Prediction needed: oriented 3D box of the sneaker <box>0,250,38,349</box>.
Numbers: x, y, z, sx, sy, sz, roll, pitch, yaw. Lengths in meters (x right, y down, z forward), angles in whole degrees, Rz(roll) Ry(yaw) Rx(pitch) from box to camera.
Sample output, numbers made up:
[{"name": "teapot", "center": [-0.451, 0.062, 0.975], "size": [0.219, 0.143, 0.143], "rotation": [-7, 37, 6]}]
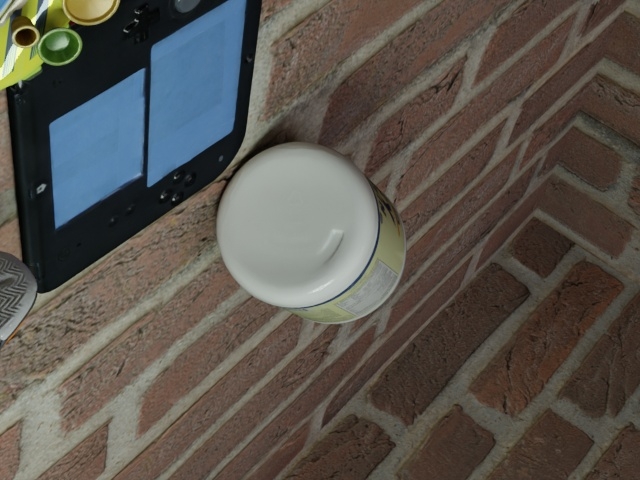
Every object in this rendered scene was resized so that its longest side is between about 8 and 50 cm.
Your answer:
[{"name": "sneaker", "center": [-0.420, 0.144, 1.244], "size": [0.321, 0.124, 0.180], "rotation": [-38, 162, -15]}]

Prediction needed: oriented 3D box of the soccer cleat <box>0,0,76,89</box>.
[{"name": "soccer cleat", "center": [-0.230, -0.227, 1.012], "size": [0.289, 0.093, 0.121], "rotation": [-36, 155, 6]}]

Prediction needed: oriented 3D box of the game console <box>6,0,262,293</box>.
[{"name": "game console", "center": [-0.199, -0.142, 1.354], "size": [0.342, 0.060, 0.386], "rotation": [-43, 158, -34]}]

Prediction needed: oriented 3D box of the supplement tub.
[{"name": "supplement tub", "center": [0.000, 0.000, 1.823], "size": [0.235, 0.235, 0.325], "rotation": [-55, 162, 0]}]

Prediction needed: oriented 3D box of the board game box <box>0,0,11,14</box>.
[{"name": "board game box", "center": [-0.198, -0.266, 0.809], "size": [0.308, 0.086, 0.302], "rotation": [-54, -157, -3]}]

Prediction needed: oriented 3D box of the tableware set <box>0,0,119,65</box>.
[{"name": "tableware set", "center": [-0.195, -0.207, 0.965], "size": [0.154, 0.024, 0.104], "rotation": [-45, 137, 20]}]
